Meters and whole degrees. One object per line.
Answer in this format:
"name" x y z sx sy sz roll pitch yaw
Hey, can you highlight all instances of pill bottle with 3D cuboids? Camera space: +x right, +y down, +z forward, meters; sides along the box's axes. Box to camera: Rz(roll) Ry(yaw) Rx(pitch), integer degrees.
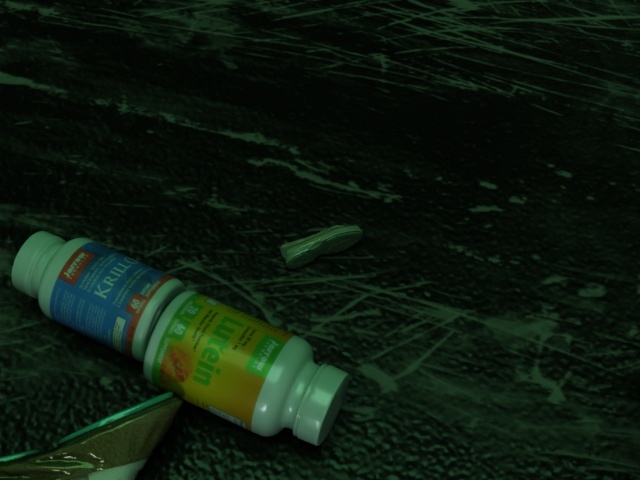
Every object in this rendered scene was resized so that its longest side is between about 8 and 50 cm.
"pill bottle" -0.307 0.070 1.330 0.221 0.124 0.124 22 60 13
"pill bottle" -0.093 0.171 1.261 0.245 0.136 0.136 22 60 13

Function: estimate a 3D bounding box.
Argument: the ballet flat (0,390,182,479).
"ballet flat" -0.322 0.299 1.203 0.342 0.116 0.124 -18 80 -12

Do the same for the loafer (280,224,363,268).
"loafer" 0.000 0.000 1.429 0.125 0.045 0.039 -23 54 -11
